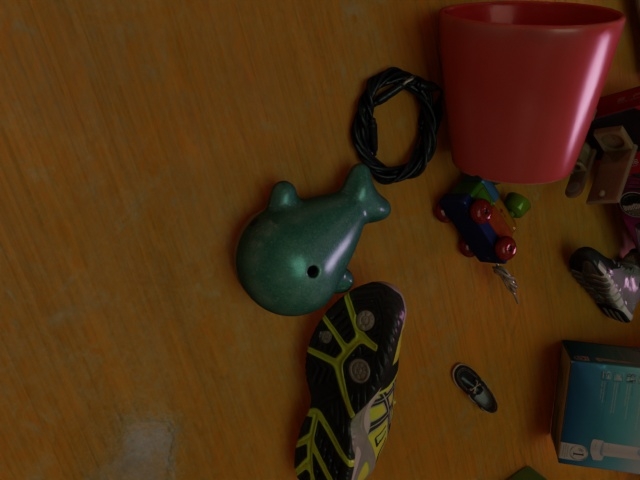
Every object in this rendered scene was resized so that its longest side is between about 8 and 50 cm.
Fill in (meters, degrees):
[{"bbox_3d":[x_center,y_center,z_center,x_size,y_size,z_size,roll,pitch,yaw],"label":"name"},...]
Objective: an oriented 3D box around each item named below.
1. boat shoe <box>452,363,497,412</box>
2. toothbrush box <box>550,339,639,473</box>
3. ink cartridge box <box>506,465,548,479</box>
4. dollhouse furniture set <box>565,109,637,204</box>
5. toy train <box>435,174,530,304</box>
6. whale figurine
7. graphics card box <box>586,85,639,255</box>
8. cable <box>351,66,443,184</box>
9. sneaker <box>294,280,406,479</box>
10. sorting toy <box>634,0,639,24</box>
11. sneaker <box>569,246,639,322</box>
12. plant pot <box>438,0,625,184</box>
[{"bbox_3d":[0.294,0.282,1.283,0.046,0.038,0.125,-41,115,-10],"label":"boat shoe"},{"bbox_3d":[0.614,0.325,1.307,0.295,0.126,0.217,4,102,12],"label":"toothbrush box"},{"bbox_3d":[0.470,0.601,1.304,0.114,0.273,0.198,-26,111,-16],"label":"ink cartridge box"},{"bbox_3d":[0.430,-0.154,1.167,0.151,0.144,0.123,42,64,-31],"label":"dollhouse furniture set"},{"bbox_3d":[0.323,-0.022,1.198,0.143,0.105,0.248,-49,116,-20],"label":"toy train"},{"bbox_3d":[0.000,0.000,1.033,0.272,0.141,0.216,-37,113,-12],"label":"whale figurine"},{"bbox_3d":[0.651,-0.105,1.214,0.094,0.232,0.371,-45,112,-37],"label":"graphics card box"},{"bbox_3d":[0.122,-0.182,1.095,0.150,0.047,0.185,16,96,-25],"label":"cable"},{"bbox_3d":[0.060,0.241,1.128,0.147,0.145,0.385,-8,119,-54],"label":"sneaker"},{"bbox_3d":[0.693,-0.398,1.298,0.229,0.041,0.307,-32,113,-18],"label":"sorting toy"},{"bbox_3d":[0.579,0.051,1.335,0.132,0.086,0.229,-51,126,-10],"label":"sneaker"},{"bbox_3d":[0.311,-0.233,1.058,0.274,0.275,0.243,-11,118,-21],"label":"plant pot"}]
